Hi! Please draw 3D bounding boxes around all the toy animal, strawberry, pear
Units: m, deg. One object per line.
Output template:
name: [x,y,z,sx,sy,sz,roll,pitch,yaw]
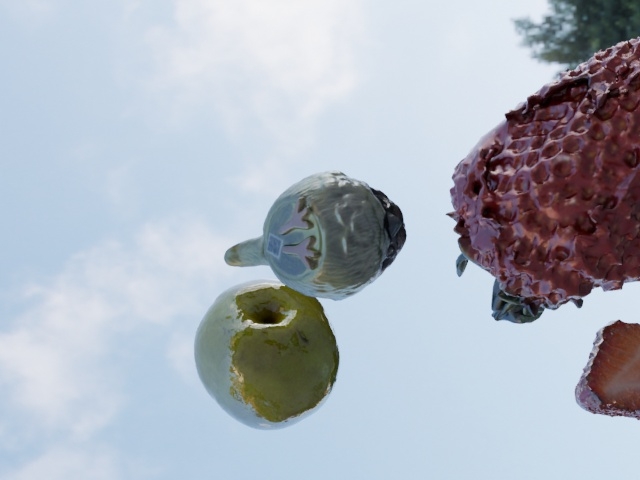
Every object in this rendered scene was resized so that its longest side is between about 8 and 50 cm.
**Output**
toy animal: [0.000,0.000,0.784,0.098,0.137,0.098,14,-111,-43]
strawberry: [0.205,-0.050,0.863,0.286,0.188,0.106,-58,-19,15]
pear: [-0.053,0.115,1.071,0.149,0.149,0.162,-47,-25,-29]
strawberry: [0.435,0.204,1.502,0.236,0.175,0.106,5,-47,-22]
